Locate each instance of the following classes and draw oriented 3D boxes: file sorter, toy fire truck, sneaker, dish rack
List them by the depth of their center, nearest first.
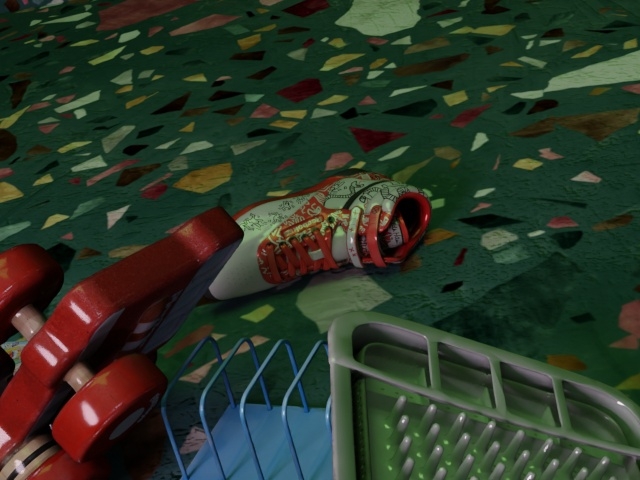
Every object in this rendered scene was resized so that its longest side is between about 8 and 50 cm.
[{"bbox_3d":[0.130,0.193,0.856,0.286,0.072,0.333,18,26,-10],"label":"dish rack"},{"bbox_3d":[-0.039,0.153,1.071,0.170,0.104,0.118,-1,30,24],"label":"file sorter"},{"bbox_3d":[-0.207,0.112,1.088,0.169,0.302,0.254,44,36,12],"label":"toy fire truck"},{"bbox_3d":[0.000,-0.001,1.351,0.270,0.090,0.145,-28,28,-30],"label":"sneaker"}]

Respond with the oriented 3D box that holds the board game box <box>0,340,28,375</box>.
[{"bbox_3d":[-0.322,0.159,1.271,0.103,0.026,0.154,-5,29,16],"label":"board game box"}]
